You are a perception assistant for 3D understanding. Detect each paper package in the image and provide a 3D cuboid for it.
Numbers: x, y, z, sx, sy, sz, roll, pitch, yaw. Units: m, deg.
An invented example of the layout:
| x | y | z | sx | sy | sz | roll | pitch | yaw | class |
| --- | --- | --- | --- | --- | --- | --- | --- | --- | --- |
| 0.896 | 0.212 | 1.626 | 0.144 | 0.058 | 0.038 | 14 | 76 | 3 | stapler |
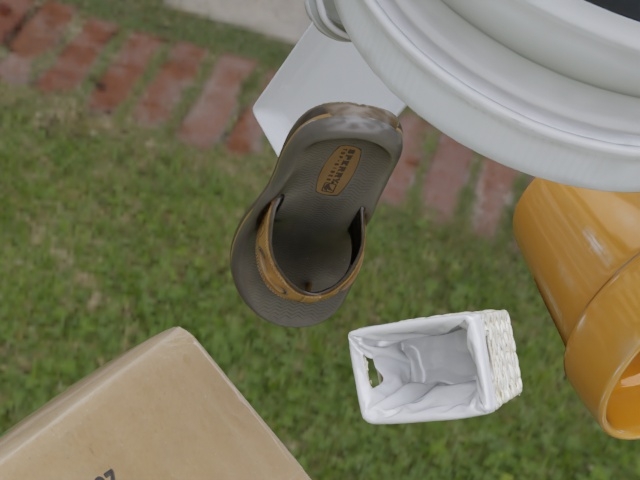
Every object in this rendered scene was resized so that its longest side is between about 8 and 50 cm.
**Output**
| x | y | z | sx | sy | sz | roll | pitch | yaw | class |
| --- | --- | --- | --- | --- | --- | --- | --- | --- | --- |
| -0.132 | 0.261 | 0.901 | 0.309 | 0.168 | 0.325 | 51 | 41 | 0 | paper package |

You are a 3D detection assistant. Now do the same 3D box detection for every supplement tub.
| x | y | z | sx | sy | sz | roll | pitch | yaw | class |
| --- | --- | --- | --- | --- | --- | --- | --- | --- | --- |
| 0.118 | -0.163 | 0.404 | 0.191 | 0.272 | 0.191 | 10 | 49 | -11 | supplement tub |

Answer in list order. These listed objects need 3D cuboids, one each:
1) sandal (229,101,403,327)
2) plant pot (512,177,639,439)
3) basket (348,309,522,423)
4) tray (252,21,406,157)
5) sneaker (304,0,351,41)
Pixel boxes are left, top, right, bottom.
| x | y | z | sx | sy | sz | roll | pitch | yaw | class |
| --- | --- | --- | --- | --- | --- | --- | --- | --- | --- |
| 0.000 | 0.000 | 0.864 | 0.090 | 0.219 | 0.060 | 5 | 55 | -17 | sandal |
| 0.256 | 0.022 | 1.117 | 0.205 | 0.205 | 0.188 | -13 | 50 | -28 | plant pot |
| 0.132 | 0.139 | 1.575 | 0.167 | 0.113 | 0.103 | -10 | 1 | 34 | basket |
| 0.021 | -0.153 | 1.461 | 0.030 | 0.270 | 0.145 | -19 | 73 | -34 | tray |
| 0.045 | -0.272 | 0.945 | 0.105 | 0.281 | 0.115 | -11 | 18 | -22 | sneaker |
